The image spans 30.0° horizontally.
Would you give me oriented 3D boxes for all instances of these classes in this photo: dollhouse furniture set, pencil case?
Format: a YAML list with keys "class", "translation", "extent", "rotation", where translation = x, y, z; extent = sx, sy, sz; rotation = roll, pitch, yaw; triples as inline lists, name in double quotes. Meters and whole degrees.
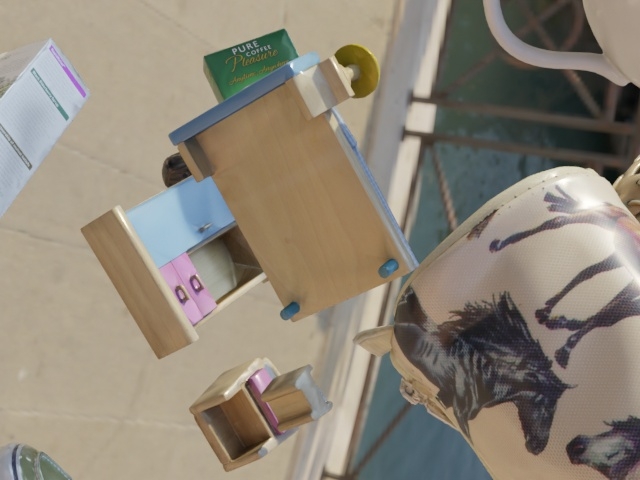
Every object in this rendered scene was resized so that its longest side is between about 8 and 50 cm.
- class: "dollhouse furniture set"
  translation: [0.000, 0.000, 1.053]
  extent: [0.286, 0.303, 0.198]
  rotation: [60, 35, -4]
- class: "pencil case"
  translation: [0.197, 0.163, 0.681]
  extent: [0.183, 0.410, 0.160]
  rotation: [-41, 154, 18]

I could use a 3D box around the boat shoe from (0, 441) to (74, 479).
- class: "boat shoe"
  translation: [-0.212, 0.313, 1.169]
  extent: [0.302, 0.094, 0.109]
  rotation: [59, 10, -16]

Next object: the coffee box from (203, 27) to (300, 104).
- class: "coffee box"
  translation: [-0.056, -0.157, 1.434]
  extent: [0.113, 0.184, 0.040]
  rotation: [-23, 163, -14]

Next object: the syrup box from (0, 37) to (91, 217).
- class: "syrup box"
  translation: [-0.377, -0.129, 1.413]
  extent: [0.096, 0.093, 0.237]
  rotation: [58, 39, -31]

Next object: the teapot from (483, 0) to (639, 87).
- class: "teapot"
  translation: [0.285, -0.242, 0.900]
  extent: [0.187, 0.252, 0.256]
  rotation: [49, 63, -14]

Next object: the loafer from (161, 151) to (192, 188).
- class: "loafer"
  translation: [-0.110, -0.108, 1.574]
  extent: [0.223, 0.078, 0.076]
  rotation: [-11, 139, -30]

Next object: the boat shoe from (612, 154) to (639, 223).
- class: "boat shoe"
  translation: [0.402, -0.036, 1.484]
  extent: [0.341, 0.122, 0.110]
  rotation: [-54, 166, -52]
